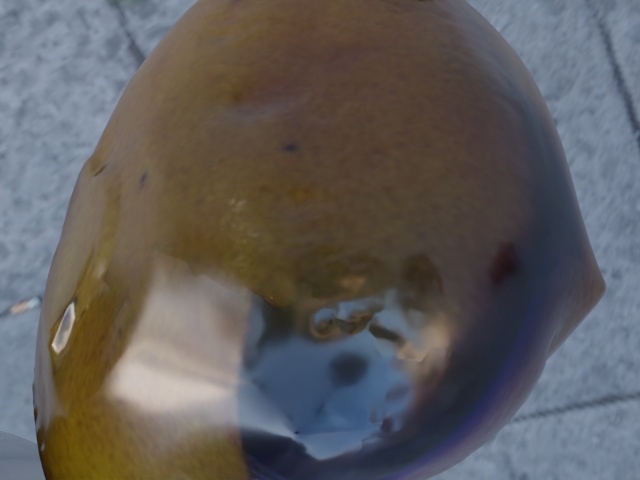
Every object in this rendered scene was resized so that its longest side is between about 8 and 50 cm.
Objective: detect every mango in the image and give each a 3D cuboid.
[{"bbox_3d":[0.000,0.000,0.611,0.201,0.287,0.152,0,128,4],"label":"mango"}]

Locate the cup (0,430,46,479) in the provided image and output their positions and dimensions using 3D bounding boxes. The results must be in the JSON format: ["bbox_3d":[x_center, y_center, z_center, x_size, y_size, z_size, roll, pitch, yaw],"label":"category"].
[{"bbox_3d":[-0.231,0.179,0.665,0.212,0.317,0.212,-3,83,21],"label":"cup"}]
